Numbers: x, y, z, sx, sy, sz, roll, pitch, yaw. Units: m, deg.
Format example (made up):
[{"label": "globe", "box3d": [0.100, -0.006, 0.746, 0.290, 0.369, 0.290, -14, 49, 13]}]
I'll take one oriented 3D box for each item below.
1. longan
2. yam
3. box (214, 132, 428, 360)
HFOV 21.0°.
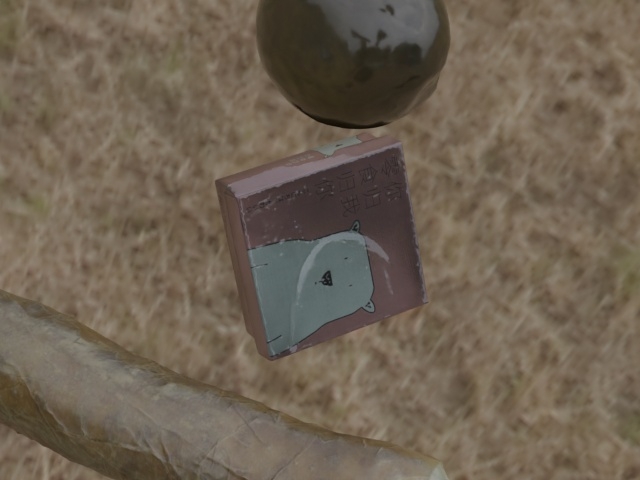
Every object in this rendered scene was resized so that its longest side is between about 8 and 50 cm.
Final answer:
[{"label": "longan", "box3d": [0.031, -0.197, 1.655, 0.198, 0.198, 0.212, 16, 10, -8]}, {"label": "yam", "box3d": [-0.088, 0.098, 0.945, 0.356, 0.081, 0.081, 18, 51, 18]}, {"label": "box", "box3d": [0.000, 0.000, 1.988, 0.215, 0.215, 0.086, -20, 24, -20]}]
